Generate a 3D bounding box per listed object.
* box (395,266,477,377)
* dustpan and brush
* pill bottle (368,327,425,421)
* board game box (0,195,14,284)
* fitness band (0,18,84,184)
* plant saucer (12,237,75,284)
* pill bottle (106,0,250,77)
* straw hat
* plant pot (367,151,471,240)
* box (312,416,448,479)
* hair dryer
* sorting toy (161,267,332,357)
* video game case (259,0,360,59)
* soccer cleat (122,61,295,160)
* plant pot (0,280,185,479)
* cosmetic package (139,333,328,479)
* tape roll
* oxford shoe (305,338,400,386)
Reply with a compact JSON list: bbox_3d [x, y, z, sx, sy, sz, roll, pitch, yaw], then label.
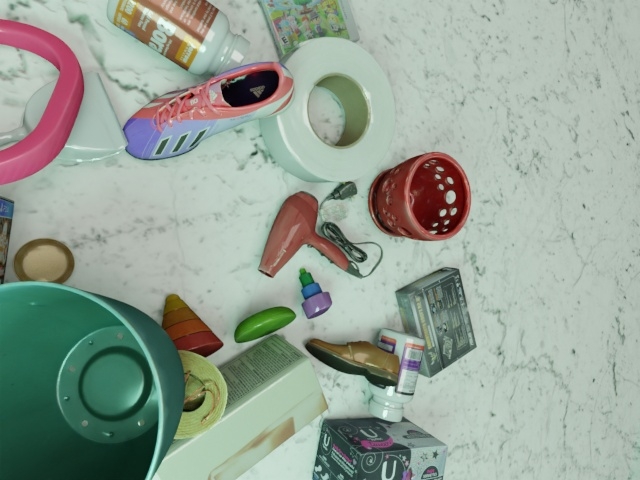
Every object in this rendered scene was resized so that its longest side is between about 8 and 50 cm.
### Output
[{"bbox_3d":[0.303,0.208,1.053,0.183,0.056,0.231,-21,101,-26],"label":"box"},{"bbox_3d":[-0.442,-0.180,0.646,0.211,0.060,0.147,-22,89,-33],"label":"dustpan and brush"},{"bbox_3d":[0.173,0.312,0.954,0.108,0.108,0.193,19,82,-28],"label":"pill bottle"},{"bbox_3d":[-0.566,0.068,0.525,0.232,0.141,0.291,8,87,-29],"label":"board game box"},{"bbox_3d":[-0.460,-0.200,0.570,0.209,0.054,0.290,7,59,-17],"label":"fitness band"},{"bbox_3d":[-0.448,0.037,0.662,0.083,0.015,0.083,0,90,-29],"label":"plant saucer"},{"bbox_3d":[-0.239,-0.371,0.710,0.216,0.121,0.121,27,78,-26],"label":"pill bottle"},{"bbox_3d":[-0.217,0.246,0.667,0.145,0.061,0.144,0,83,2],"label":"straw hat"},{"bbox_3d":[0.214,-0.095,0.933,0.191,0.174,0.191,-1,92,-29],"label":"plant pot"},{"bbox_3d":[0.133,0.491,0.903,0.247,0.163,0.142,10,87,-29],"label":"box"},{"bbox_3d":[0.000,0.000,0.855,0.294,0.080,0.223,-20,88,-25],"label":"hair dryer"},{"bbox_3d":[-0.149,0.129,0.798,0.366,0.127,0.126,-14,68,-31],"label":"sorting toy"},{"bbox_3d":[-0.029,-0.510,0.879,0.212,0.023,0.193,-26,103,-26],"label":"video game case"},{"bbox_3d":[-0.197,-0.224,0.685,0.318,0.116,0.108,-19,96,0],"label":"soccer cleat"},{"bbox_3d":[-0.310,0.204,0.521,0.293,0.235,0.293,0,81,-2],"label":"plant pot"},{"bbox_3d":[-0.153,0.318,0.746,0.296,0.153,0.129,-27,111,-24],"label":"cosmetic package"},{"bbox_3d":[0.017,-0.264,0.853,0.286,0.100,0.286,-4,98,-28],"label":"tape roll"},{"bbox_3d":[0.071,0.251,0.896,0.212,0.076,0.076,19,57,1],"label":"oxford shoe"}]
